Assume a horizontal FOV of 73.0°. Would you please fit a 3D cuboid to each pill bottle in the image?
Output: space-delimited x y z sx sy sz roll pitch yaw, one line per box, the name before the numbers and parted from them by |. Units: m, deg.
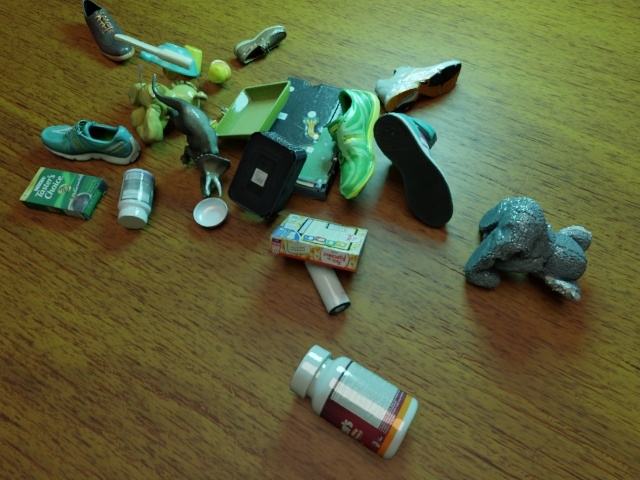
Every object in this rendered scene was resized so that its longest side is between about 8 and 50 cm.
pill bottle | 0.060 0.299 0.819 0.221 0.121 0.121 27 67 16
pill bottle | -0.462 -0.104 1.084 0.078 0.078 0.137 -4 62 1

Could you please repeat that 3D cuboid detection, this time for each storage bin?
storage bin | -0.126 -0.157 1.030 0.122 0.084 0.180 30 109 8

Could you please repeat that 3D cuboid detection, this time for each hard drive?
hard drive | -0.039 -0.283 1.165 0.237 0.064 0.338 16 63 11

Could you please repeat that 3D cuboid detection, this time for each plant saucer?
plant saucer | -0.176 -0.334 1.150 0.188 0.045 0.188 9 63 39

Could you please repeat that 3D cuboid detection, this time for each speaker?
speaker | 0.015 0.094 0.967 0.055 0.055 0.136 -23 64 -9

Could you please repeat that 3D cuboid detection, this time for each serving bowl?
serving bowl | -0.272 -0.065 1.081 0.084 0.027 0.083 -1 63 3

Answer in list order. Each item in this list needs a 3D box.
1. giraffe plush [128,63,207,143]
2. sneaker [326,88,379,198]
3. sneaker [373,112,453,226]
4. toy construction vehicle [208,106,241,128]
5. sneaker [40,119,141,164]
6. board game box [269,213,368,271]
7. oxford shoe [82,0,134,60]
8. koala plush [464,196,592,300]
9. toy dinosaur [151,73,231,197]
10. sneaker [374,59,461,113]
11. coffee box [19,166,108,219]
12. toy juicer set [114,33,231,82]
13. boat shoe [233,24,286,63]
giraffe plush | -0.414 -0.374 1.191 0.171 0.210 0.181 -13 52 -38
sneaker | 0.068 -0.238 1.057 0.124 0.109 0.295 14 69 -22
sneaker | 0.245 -0.187 1.072 0.295 0.124 0.178 60 32 -8
toy construction vehicle | -0.279 -0.338 1.222 0.098 0.035 0.086 40 71 21
sneaker | -0.628 -0.284 1.170 0.276 0.110 0.106 6 63 7
board game box | 0.000 0.000 0.979 0.194 0.045 0.146 12 25 10
oxford shoe | -0.691 -0.672 1.384 0.097 0.098 0.271 -38 67 -16
koala plush | 0.463 0.024 0.919 0.222 0.203 0.196 26 66 3
toy dinosaur | -0.311 -0.271 1.089 0.121 0.313 0.160 -29 24 -33
sneaker | 0.274 -0.464 1.229 0.263 0.099 0.121 -26 59 -12
coffee box | -0.668 -0.124 1.126 0.185 0.040 0.113 12 64 9
toy juicer set | -0.372 -0.472 1.187 0.210 0.089 0.329 27 22 8
boat shoe | -0.180 -0.605 1.346 0.178 0.064 0.060 -29 70 -5
